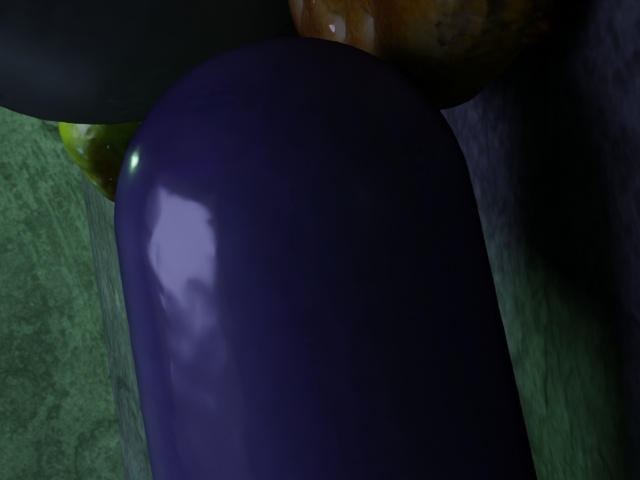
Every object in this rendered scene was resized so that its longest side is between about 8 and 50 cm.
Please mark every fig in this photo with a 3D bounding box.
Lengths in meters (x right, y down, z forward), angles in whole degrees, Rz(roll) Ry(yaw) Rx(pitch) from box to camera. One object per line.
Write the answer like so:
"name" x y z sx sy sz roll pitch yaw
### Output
"fig" -0.146 -0.144 1.596 0.167 0.167 0.233 105 -171 -61

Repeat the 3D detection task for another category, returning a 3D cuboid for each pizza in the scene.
"pizza" 0.043 -0.177 0.861 0.335 0.086 0.226 150 106 -76

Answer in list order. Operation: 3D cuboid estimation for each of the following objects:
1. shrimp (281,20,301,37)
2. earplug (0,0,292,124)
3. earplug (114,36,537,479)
"shrimp" 0.000 0.000 1.162 0.221 0.110 0.445 88 169 -52
"earplug" -0.188 -0.237 1.032 0.313 0.394 0.312 -35 43 40
"earplug" 0.011 0.124 0.862 0.215 0.215 0.456 -138 36 -69
